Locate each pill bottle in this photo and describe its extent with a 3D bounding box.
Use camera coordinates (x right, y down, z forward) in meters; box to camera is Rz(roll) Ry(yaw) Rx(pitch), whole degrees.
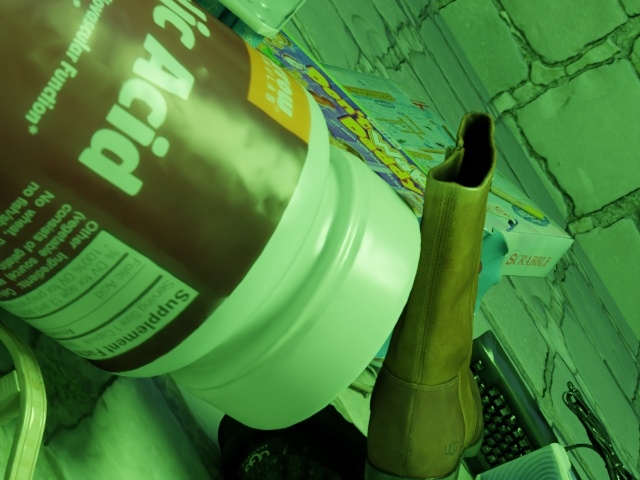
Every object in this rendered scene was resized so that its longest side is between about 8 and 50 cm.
[{"bbox_3d":[-0.138,-0.055,0.968,0.392,0.224,0.224,36,27,-28],"label":"pill bottle"}]

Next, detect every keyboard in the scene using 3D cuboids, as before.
[{"bbox_3d":[0.249,0.245,1.759,0.317,0.201,0.033,58,39,-4],"label":"keyboard"}]

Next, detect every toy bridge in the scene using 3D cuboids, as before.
[{"bbox_3d":[-0.196,0.100,0.945,0.026,0.063,0.188,37,28,-52],"label":"toy bridge"}]

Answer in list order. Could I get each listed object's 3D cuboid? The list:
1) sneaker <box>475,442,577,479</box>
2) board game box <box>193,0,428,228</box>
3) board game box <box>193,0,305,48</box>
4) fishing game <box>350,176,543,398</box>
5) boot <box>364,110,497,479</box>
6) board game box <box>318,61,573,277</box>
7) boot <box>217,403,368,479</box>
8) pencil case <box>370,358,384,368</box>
[{"bbox_3d":[0.263,0.393,1.692,0.182,0.127,0.316,39,33,-57],"label":"sneaker"},{"bbox_3d":[-0.042,-0.117,1.511,0.347,0.078,0.233,46,20,13],"label":"board game box"},{"bbox_3d":[-0.177,-0.347,1.556,0.390,0.050,0.390,39,20,-5],"label":"board game box"},{"bbox_3d":[0.115,0.059,1.559,0.041,0.264,0.189,51,11,32],"label":"fishing game"},{"bbox_3d":[0.084,0.038,1.181,0.264,0.096,0.280,-47,146,-66],"label":"boot"},{"bbox_3d":[0.099,-0.084,1.805,0.318,0.066,0.318,46,22,27],"label":"board game box"},{"bbox_3d":[0.053,0.289,1.211,0.348,0.131,0.260,37,20,-29],"label":"boot"},{"bbox_3d":[0.093,0.046,1.765,0.124,0.113,0.273,44,19,-7],"label":"pencil case"}]
